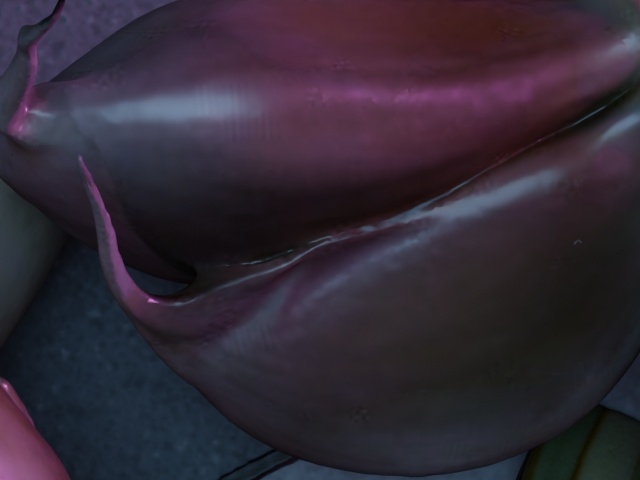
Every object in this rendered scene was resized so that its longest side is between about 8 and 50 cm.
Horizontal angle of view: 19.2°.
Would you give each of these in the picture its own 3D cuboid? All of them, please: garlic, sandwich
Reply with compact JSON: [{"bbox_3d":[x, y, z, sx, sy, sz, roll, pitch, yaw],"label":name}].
[{"bbox_3d":[0.000,0.000,0.880,0.340,0.246,0.231,-4,83,-31],"label":"garlic"},{"bbox_3d":[0.122,0.155,0.918,0.079,0.113,0.163,25,82,7],"label":"sandwich"}]

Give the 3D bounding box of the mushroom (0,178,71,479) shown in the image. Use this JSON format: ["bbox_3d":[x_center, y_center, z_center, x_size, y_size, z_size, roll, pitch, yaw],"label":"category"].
[{"bbox_3d":[-0.226,0.065,0.890,0.314,0.314,0.336,23,62,6],"label":"mushroom"}]
